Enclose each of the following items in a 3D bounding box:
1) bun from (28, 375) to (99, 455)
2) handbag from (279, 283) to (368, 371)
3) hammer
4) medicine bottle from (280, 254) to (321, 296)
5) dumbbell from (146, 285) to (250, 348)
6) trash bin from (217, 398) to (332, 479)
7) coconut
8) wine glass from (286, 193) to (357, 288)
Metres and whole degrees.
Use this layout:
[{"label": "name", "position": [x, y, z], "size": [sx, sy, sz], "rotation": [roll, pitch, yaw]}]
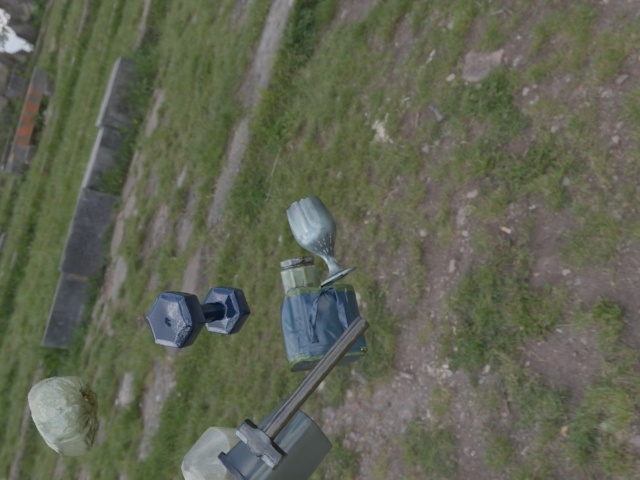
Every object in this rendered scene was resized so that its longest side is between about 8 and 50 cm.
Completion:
[{"label": "bun", "position": [-0.486, 0.335, 0.982], "size": [0.164, 0.111, 0.188], "rotation": [55, 151, 20]}, {"label": "handbag", "position": [0.006, 0.281, 1.636], "size": [0.222, 0.262, 0.241], "rotation": [126, 140, -60]}, {"label": "hammer", "position": [-0.018, 0.307, 1.090], "size": [0.365, 0.111, 0.043], "rotation": [-47, -21, -17]}, {"label": "medicine bottle", "position": [-0.063, 0.228, 2.001], "size": [0.151, 0.151, 0.323], "rotation": [-18, 82, 57]}, {"label": "dumbbell", "position": [-0.338, 0.211, 1.452], "size": [0.144, 0.324, 0.160], "rotation": [39, 103, 19]}, {"label": "trash bin", "position": [-0.119, 0.616, 1.462], "size": [0.250, 0.219, 0.219], "rotation": [-44, 34, -21]}, {"label": "coconut", "position": [-0.320, 0.723, 1.639], "size": [0.237, 0.265, 0.238], "rotation": [-18, 65, 44]}, {"label": "wine glass", "position": [0.000, 0.000, 1.406], "size": [0.126, 0.126, 0.241], "rotation": [-36, 79, 48]}]
